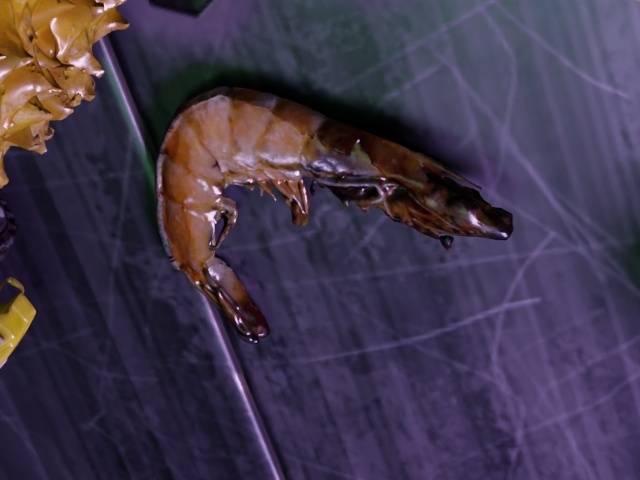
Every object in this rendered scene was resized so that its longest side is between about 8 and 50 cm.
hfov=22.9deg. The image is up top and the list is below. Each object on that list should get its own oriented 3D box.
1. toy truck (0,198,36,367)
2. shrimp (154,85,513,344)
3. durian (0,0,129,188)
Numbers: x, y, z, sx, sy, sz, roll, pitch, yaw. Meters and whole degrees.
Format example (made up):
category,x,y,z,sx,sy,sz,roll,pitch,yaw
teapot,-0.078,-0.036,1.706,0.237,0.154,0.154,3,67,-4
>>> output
category,x,y,z,sx,sy,sz,roll,pitch,yaw
toy truck,-0.286,-0.021,0.862,0.286,0.111,0.136,42,120,-6
shrimp,-0.001,0.002,0.844,0.195,0.035,0.148,20,118,11
durian,-0.190,-0.074,0.720,0.185,0.195,0.305,39,85,-26
